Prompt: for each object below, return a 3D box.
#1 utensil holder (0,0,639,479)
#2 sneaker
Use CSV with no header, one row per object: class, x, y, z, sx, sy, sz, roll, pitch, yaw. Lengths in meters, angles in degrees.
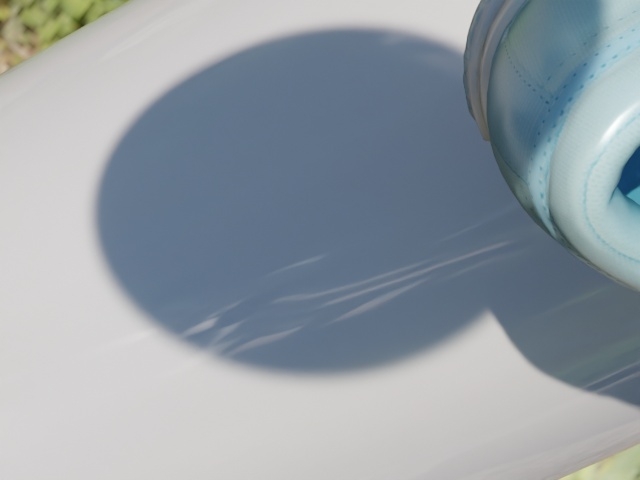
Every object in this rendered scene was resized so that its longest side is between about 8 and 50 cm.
utensil holder,0.000,0.000,0.949,0.328,0.385,0.328,59,14,-24
sneaker,0.225,-0.006,0.546,0.365,0.135,0.150,4,27,-2
